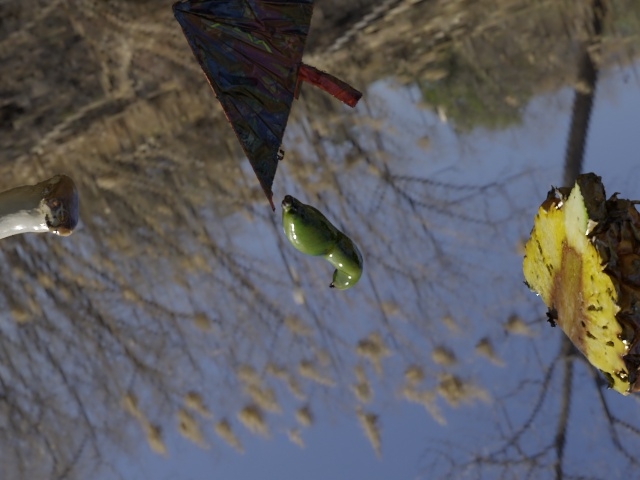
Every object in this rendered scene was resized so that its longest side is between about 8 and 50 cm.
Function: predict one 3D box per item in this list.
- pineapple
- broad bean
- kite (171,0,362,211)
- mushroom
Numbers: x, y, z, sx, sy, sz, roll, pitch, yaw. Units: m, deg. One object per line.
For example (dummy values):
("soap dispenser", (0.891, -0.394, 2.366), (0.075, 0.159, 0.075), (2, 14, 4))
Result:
("pineapple", (0.453, 0.014, 1.755), (0.209, 0.286, 0.344), (-11, -145, -15))
("broad bean", (0.000, 0.000, 1.656), (0.070, 0.213, 0.048), (-24, -136, 14))
("kite", (-0.043, -0.145, 0.988), (0.189, 0.232, 0.009), (21, 167, -30))
("mushroom", (-0.431, -0.030, 1.654), (0.209, 0.084, 0.071), (-13, -171, 4))
